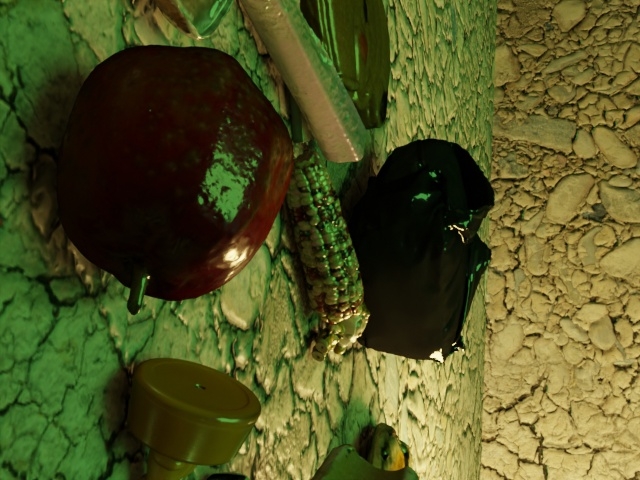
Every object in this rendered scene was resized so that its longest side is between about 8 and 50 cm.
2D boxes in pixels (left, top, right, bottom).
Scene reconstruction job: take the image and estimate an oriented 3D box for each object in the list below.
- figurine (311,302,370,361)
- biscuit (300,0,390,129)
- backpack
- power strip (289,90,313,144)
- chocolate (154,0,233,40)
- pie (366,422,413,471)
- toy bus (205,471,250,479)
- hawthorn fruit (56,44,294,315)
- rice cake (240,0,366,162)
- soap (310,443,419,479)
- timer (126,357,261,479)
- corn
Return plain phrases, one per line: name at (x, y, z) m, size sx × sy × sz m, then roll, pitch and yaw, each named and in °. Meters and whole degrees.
figurine at (0.029, 0.149, 1.388) m, size 0.143 × 0.068 × 0.101 m, roll -52°, pitch 164°, yaw -30°
biscuit at (0.042, -0.384, 1.415) m, size 0.455 × 0.078 × 0.350 m, roll 11°, pitch 71°, yaw -71°
backpack at (0.194, -0.007, 1.591) m, size 0.446 × 0.254 × 0.364 m, roll -72°, pitch 159°, yaw -49°
power strip at (-0.031, -0.214, 1.290) m, size 0.051 × 0.019 × 0.136 m, roll -33°, pitch 120°, yaw -64°
chocolate at (-0.165, -0.326, 0.832) m, size 0.157 × 0.080 × 0.254 m, roll -69°, pitch 153°, yaw -15°
pie at (0.120, 0.508, 1.608) m, size 0.339 × 0.077 × 0.339 m, roll 1°, pitch 90°, yaw -74°
toy bus at (-0.104, 0.328, 1.005) m, size 0.075 × 0.060 × 0.123 m, roll -72°, pitch 155°, yaw -49°
hawthorn fruit at (-0.135, -0.049, 0.749) m, size 0.215 × 0.215 × 0.250 m, roll 61°, pitch 41°, yaw -53°
rice cake at (-0.021, -0.244, 1.205) m, size 0.399 × 0.070 × 0.064 m, roll 57°, pitch 45°, yaw -47°
soap at (-0.006, 0.449, 1.026) m, size 0.335 × 0.156 × 0.294 m, roll -37°, pitch 143°, yaw -66°
timer at (-0.145, 0.213, 0.849) m, size 0.152 × 0.132 × 0.132 m, roll -70°, pitch 162°, yaw 8°
corn at (0.000, 0.000, 1.282) m, size 0.092 × 0.092 × 0.281 m, roll -61°, pitch 140°, yaw -54°
